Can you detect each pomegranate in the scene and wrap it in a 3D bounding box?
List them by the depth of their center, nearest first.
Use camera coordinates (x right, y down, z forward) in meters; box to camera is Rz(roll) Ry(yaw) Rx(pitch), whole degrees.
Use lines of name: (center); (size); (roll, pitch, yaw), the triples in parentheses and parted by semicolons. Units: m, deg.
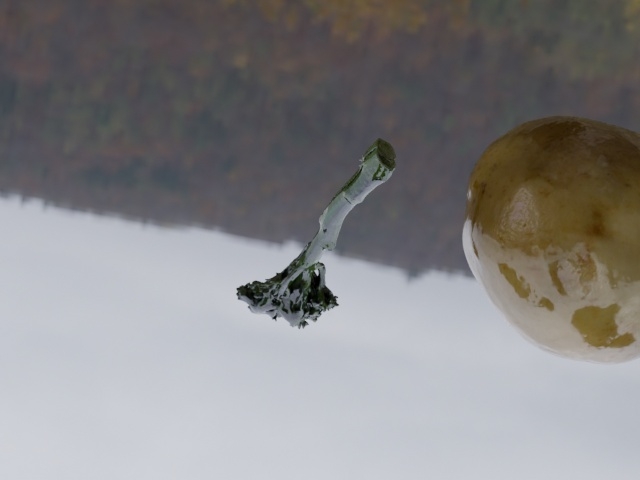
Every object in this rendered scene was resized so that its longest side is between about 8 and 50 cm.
pomegranate: (0.198, 0.000, 1.281); (0.196, 0.196, 0.196); (11, -172, -1)

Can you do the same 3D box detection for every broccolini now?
broccolini: (0.004, 0.007, 1.425); (0.071, 0.057, 0.254); (-20, 163, -29)
